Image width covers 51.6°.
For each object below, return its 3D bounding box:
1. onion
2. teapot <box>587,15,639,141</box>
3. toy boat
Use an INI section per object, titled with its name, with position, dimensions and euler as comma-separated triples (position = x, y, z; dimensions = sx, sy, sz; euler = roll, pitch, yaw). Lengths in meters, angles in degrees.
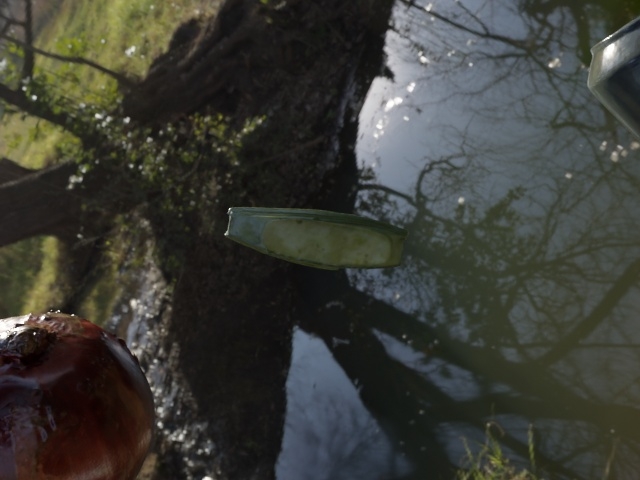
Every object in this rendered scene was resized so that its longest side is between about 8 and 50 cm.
[onion]
position = -0.332, 0.202, 0.760
dimensions = 0.276, 0.276, 0.276
euler = -46, 33, 42
[teapot]
position = 0.369, -0.115, 0.592
dimensions = 0.225, 0.203, 0.171
euler = 62, 148, -1
[toy boat]
position = 0.000, 0.000, 1.027
dimensions = 0.055, 0.292, 0.093
euler = -121, 40, -72
